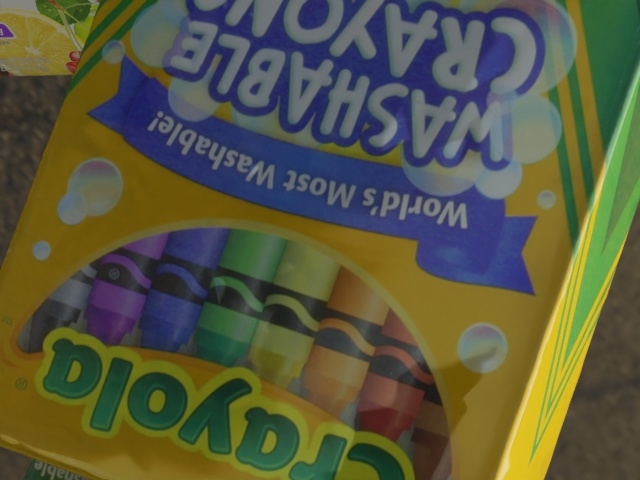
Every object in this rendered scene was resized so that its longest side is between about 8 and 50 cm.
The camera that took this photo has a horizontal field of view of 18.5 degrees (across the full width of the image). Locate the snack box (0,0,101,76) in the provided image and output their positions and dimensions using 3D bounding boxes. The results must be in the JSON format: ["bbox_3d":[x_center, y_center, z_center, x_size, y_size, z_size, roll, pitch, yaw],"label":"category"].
[{"bbox_3d":[-0.164,-0.172,0.989,0.207,0.174,0.070,54,50,-40],"label":"snack box"}]

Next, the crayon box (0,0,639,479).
[{"bbox_3d":[0.000,0.000,0.721,0.323,0.203,0.083,-71,160,-4],"label":"crayon box"}]
